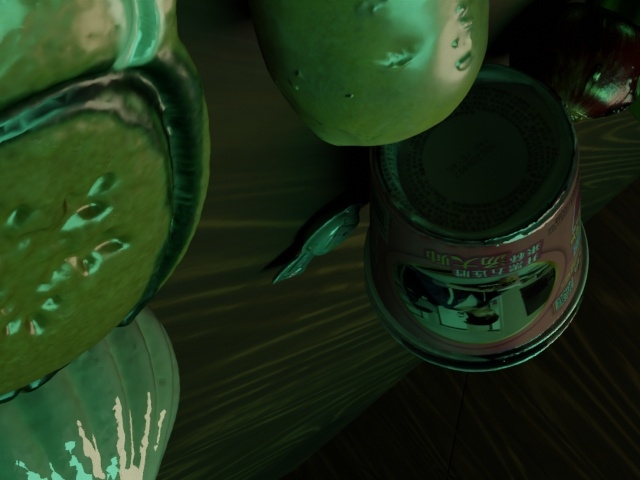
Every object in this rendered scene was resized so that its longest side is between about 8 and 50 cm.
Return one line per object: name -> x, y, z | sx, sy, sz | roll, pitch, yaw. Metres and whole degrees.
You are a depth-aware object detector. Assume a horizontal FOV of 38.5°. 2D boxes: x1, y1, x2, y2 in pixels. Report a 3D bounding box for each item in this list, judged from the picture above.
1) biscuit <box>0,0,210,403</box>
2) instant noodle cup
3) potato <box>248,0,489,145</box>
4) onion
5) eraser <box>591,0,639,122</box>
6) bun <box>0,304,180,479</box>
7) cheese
biscuit -> -0.174, 0.007, 0.414 | 0.287, 0.057, 0.343 | -32, 159, -22
instant noodle cup -> 0.139, -0.026, 0.828 | 0.244, 0.244, 0.255 | -36, 158, -6
potato -> 0.025, -0.121, 0.454 | 0.178, 0.119, 0.109 | 81, 26, -59
onion -> 0.223, -0.161, 0.812 | 0.119, 0.118, 0.117 | -31, 179, -25
eraser -> 0.337, -0.184, 0.811 | 0.092, 0.210, 0.274 | -36, 163, -4
bun -> -0.198, 0.167, 0.673 | 0.263, 0.175, 0.263 | -34, 166, -10
cheese -> 0.000, 0.000, 0.919 | 0.120, 0.026, 0.067 | -46, 163, 29
